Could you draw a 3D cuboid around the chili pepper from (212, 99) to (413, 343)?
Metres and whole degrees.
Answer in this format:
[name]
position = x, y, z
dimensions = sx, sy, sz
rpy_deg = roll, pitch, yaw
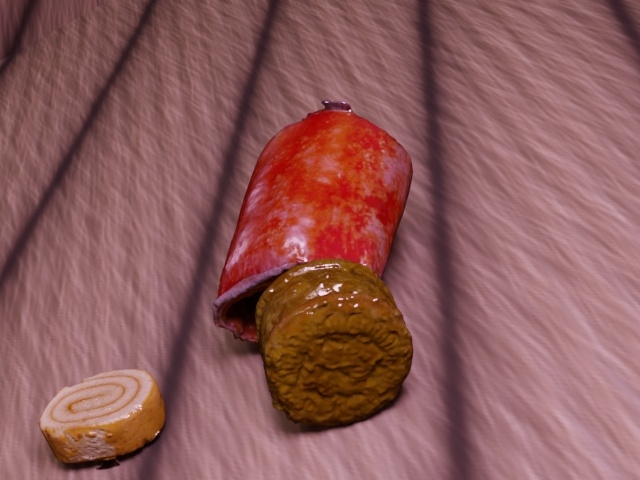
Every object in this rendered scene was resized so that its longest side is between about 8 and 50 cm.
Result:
[chili pepper]
position = 0.000, 0.000, 1.201
dimensions = 0.251, 0.229, 0.305
rpy_deg = -14, 43, 27

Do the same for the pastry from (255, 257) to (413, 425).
[pastry]
position = 0.013, 0.119, 1.040
dimensions = 0.188, 0.189, 0.103
rpy_deg = -18, 31, 0

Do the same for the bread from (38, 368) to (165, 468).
[bread]
position = -0.270, 0.222, 1.128
dimensions = 0.149, 0.073, 0.122
rpy_deg = -10, 30, 8
